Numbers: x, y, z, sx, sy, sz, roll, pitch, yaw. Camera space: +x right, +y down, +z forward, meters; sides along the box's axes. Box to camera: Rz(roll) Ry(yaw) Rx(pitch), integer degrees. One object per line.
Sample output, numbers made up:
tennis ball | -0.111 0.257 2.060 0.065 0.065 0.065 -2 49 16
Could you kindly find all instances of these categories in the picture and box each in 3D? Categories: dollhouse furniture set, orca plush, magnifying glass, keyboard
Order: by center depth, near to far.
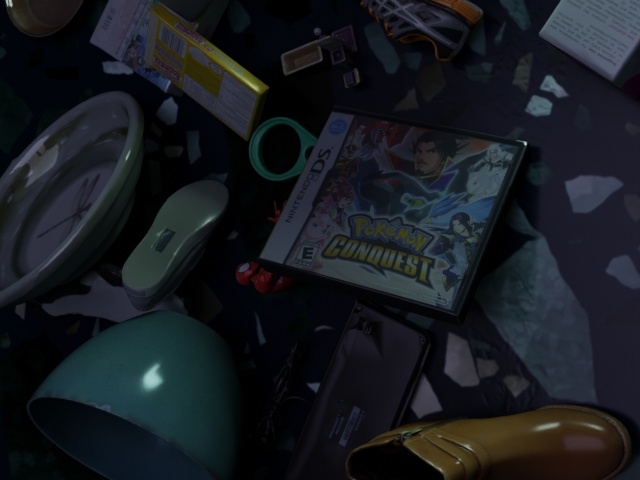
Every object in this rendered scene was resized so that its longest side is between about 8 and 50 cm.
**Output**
keyboard | 0.012 0.230 1.341 0.202 0.033 0.317 26 98 24
dollhouse furniture set | -0.013 -0.244 1.364 0.114 0.081 0.090 -17 78 29
magnifying glass | -0.002 -0.118 1.381 0.231 0.026 0.092 12 92 30
orca plush | -0.303 0.075 1.528 0.287 0.102 0.151 -17 122 36

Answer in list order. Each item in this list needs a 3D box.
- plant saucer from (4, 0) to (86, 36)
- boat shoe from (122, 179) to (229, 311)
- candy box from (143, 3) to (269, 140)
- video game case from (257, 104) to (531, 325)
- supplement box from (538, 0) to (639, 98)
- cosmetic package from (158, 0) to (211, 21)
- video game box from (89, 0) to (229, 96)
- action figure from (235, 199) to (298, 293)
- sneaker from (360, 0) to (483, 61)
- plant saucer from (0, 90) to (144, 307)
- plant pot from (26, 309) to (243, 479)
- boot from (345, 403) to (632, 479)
plant saucer | -0.446 -0.433 1.664 0.199 0.036 0.198 -3 83 30
boat shoe | -0.207 0.007 1.424 0.079 0.081 0.227 26 55 13
candy box | -0.166 -0.239 1.424 0.206 0.027 0.105 39 147 10
video game case | 0.090 -0.042 1.242 0.275 0.035 0.248 14 66 27
supplement box | 0.366 -0.286 1.126 0.114 0.111 0.220 39 105 27
cosmetic package | -0.218 -0.585 1.343 0.393 0.329 0.327 -47 65 8
video game box | -0.241 -0.353 1.529 0.187 0.048 0.205 36 104 29
action figure | 0.000 0.000 1.333 0.280 0.091 0.139 -10 87 29
sneaker | 0.103 -0.302 1.303 0.215 0.084 0.083 29 105 28
plant saucer | -0.387 -0.043 1.502 0.401 0.100 0.400 -29 37 25
plant pot | -0.222 0.211 1.366 0.290 0.290 0.195 5 53 31
boot | 0.187 0.241 1.125 0.284 0.220 0.109 0 85 31
